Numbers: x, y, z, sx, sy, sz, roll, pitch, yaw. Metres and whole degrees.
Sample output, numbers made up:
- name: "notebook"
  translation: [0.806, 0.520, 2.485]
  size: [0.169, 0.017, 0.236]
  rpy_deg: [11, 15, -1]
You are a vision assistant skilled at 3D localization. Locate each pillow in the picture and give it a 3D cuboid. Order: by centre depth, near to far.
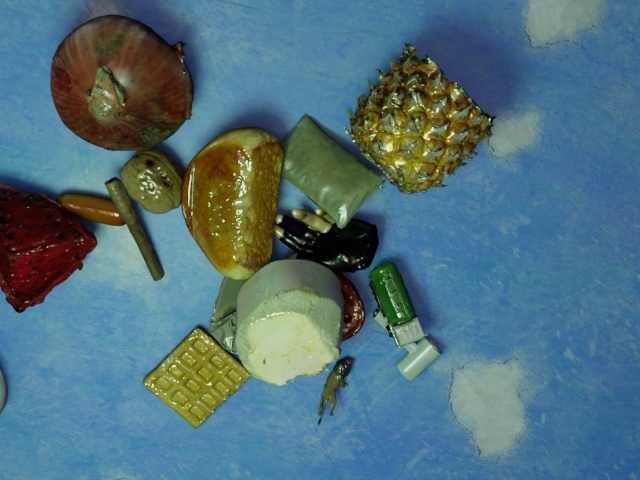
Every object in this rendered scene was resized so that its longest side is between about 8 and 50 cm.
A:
- name: "pillow"
  translation: [0.011, -0.186, 1.812]
  size: [0.302, 0.075, 0.185]
  rpy_deg: [40, 83, 9]

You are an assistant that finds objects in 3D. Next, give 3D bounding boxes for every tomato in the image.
- name: "tomato"
  translation: [0.024, 0.191, 1.929]
  size: [0.228, 0.101, 0.228]
  rpy_deg: [1, 94, 14]

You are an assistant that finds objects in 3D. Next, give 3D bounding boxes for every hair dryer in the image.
- name: "hair dryer"
  translation: [0.234, 0.297, 1.987]
  size: [0.236, 0.073, 0.131]
  rpy_deg: [44, 97, -10]

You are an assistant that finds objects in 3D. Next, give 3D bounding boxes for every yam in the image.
- name: "yam"
  translation: [-0.498, -0.025, 1.816]
  size: [0.045, 0.045, 0.327]
  rpy_deg: [-45, 132, -35]

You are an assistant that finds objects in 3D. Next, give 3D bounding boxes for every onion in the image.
- name: "onion"
  translation: [-0.484, -0.388, 1.663]
  size: [0.353, 0.353, 0.354]
  rpy_deg: [-1, 103, -4]

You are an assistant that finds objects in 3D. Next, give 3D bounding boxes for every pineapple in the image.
- name: "pineapple"
  translation: [0.241, -0.297, 1.713]
  size: [0.300, 0.352, 0.352]
  rpy_deg: [-43, 103, 8]

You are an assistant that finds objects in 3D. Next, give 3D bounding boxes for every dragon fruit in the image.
- name: "dragon fruit"
  translation: [-0.773, 0.013, 1.817]
  size: [0.228, 0.286, 0.329]
  rpy_deg: [-23, 150, -33]

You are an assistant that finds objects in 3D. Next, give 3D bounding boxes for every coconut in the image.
- name: "coconut"
  translation: [-0.077, 0.202, 1.756]
  size: [0.297, 0.309, 0.297]
  rpy_deg: [0, 116, -1]

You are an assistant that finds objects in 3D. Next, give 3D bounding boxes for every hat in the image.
- name: "hat"
  translation: [-0.206, 0.199, 1.932]
  size: [0.214, 0.149, 0.245]
  rpy_deg: [19, 63, -13]

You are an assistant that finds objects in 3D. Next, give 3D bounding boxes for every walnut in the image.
- name: "walnut"
  translation: [-0.440, -0.156, 1.786]
  size: [0.155, 0.155, 0.184]
  rpy_deg: [-39, 104, 5]

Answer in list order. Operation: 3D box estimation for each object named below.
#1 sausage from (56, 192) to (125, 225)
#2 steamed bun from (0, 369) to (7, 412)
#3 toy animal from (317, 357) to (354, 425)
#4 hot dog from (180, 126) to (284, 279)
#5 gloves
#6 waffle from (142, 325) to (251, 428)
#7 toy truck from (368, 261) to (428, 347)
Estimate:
- name: "sausage"
  translation: [-0.620, -0.086, 1.824]
  size: [0.197, 0.076, 0.076]
  rpy_deg: [10, 102, -6]
- name: "steamed bun"
  translation: [-0.995, 0.421, 1.830]
  size: [0.309, 0.309, 0.309]
  rpy_deg: [-1, 103, -4]
- name: "toy animal"
  translation: [0.035, 0.448, 1.996]
  size: [0.069, 0.086, 0.220]
  rpy_deg: [19, 78, 13]
- name: "hot dog"
  translation: [-0.242, -0.107, 1.779]
  size: [0.223, 0.185, 0.405]
  rpy_deg: [14, 105, 24]
- name: "gloves"
  translation: [0.005, 0.004, 1.856]
  size: [0.301, 0.152, 0.197]
  rpy_deg: [22, 67, 2]
- name: "waffle"
  translation: [-0.362, 0.402, 1.970]
  size: [0.248, 0.055, 0.221]
  rpy_deg: [-44, 102, 7]
- name: "toy truck"
  translation: [0.216, 0.181, 1.906]
  size: [0.101, 0.125, 0.242]
  rpy_deg: [-22, 85, -5]
